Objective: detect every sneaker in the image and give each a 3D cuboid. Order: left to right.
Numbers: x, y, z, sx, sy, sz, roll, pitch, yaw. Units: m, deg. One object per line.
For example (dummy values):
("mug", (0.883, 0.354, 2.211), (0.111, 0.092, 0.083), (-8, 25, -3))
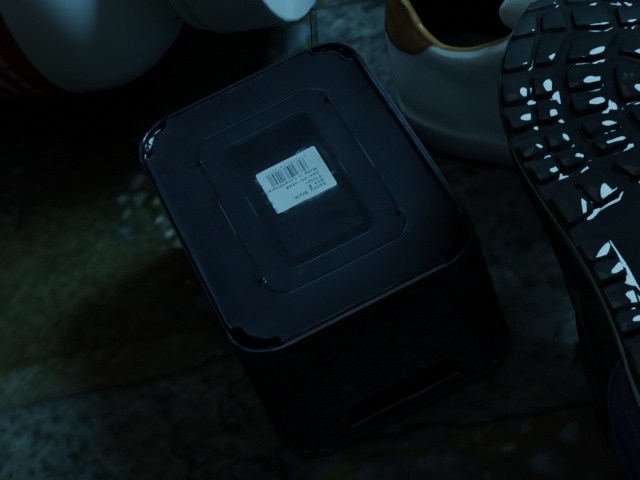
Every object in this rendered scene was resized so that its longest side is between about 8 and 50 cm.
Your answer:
("sneaker", (0.136, 0.018, 0.846), (0.107, 0.124, 0.283), (-6, 51, -6))
("sneaker", (0.155, -0.085, 0.949), (0.290, 0.123, 0.106), (10, 51, 28))

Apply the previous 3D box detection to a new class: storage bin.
("storage bin", (0.000, 0.000, 0.957), (0.122, 0.084, 0.180), (-27, 45, -3))

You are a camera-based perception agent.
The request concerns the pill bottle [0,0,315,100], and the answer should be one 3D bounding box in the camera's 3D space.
("pill bottle", (-0.214, -0.190, 1.119), (0.408, 0.229, 0.229), (-3, 48, 19))
